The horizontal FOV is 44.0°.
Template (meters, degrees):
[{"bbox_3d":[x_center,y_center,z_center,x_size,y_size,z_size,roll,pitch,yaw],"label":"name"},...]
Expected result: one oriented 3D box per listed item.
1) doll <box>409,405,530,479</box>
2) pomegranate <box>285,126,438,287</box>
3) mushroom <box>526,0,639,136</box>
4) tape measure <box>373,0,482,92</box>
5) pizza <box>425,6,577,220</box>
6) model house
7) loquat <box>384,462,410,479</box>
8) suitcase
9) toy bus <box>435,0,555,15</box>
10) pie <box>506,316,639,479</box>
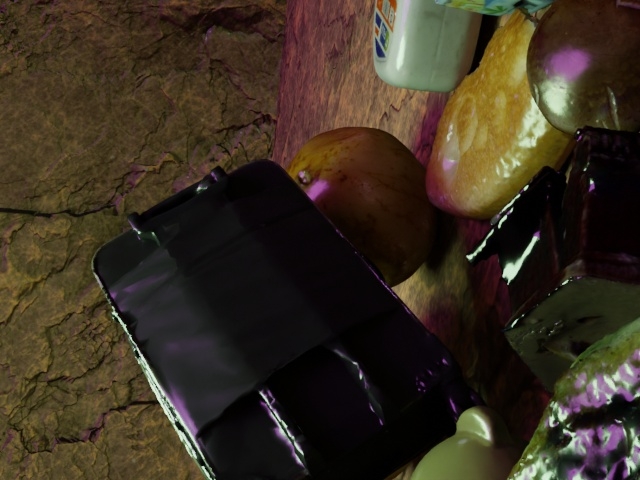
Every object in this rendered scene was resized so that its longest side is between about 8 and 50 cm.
[{"bbox_3d":[0.132,0.282,0.680,0.177,0.162,0.260,-117,33,-45],"label":"doll"},{"bbox_3d":[0.054,-0.041,1.107,0.248,0.248,0.248,-173,90,-78],"label":"pomegranate"},{"bbox_3d":[0.232,-0.160,0.611,0.170,0.135,0.080,-64,-32,-11],"label":"mushroom"},{"bbox_3d":[0.148,-0.336,1.070,0.258,0.130,0.265,-100,15,-62],"label":"tape measure"},{"bbox_3d":[0.196,-0.127,0.837,0.365,0.074,0.182,117,155,-60],"label":"pizza"},{"bbox_3d":[0.208,0.008,0.605,0.203,0.141,0.164,131,158,-56],"label":"model house"},{"bbox_3d":[0.038,0.208,1.046,0.244,0.244,0.243,-173,90,-78],"label":"loquat"},{"bbox_3d":[-0.048,0.112,0.863,0.434,0.283,0.194,49,163,33],"label":"suitcase"},{"bbox_3d":[0.210,-0.289,0.709,0.330,0.136,0.108,-170,91,-79],"label":"toy bus"},{"bbox_3d":[0.204,0.180,0.439,0.323,0.071,0.323,-35,47,48],"label":"pie"}]
